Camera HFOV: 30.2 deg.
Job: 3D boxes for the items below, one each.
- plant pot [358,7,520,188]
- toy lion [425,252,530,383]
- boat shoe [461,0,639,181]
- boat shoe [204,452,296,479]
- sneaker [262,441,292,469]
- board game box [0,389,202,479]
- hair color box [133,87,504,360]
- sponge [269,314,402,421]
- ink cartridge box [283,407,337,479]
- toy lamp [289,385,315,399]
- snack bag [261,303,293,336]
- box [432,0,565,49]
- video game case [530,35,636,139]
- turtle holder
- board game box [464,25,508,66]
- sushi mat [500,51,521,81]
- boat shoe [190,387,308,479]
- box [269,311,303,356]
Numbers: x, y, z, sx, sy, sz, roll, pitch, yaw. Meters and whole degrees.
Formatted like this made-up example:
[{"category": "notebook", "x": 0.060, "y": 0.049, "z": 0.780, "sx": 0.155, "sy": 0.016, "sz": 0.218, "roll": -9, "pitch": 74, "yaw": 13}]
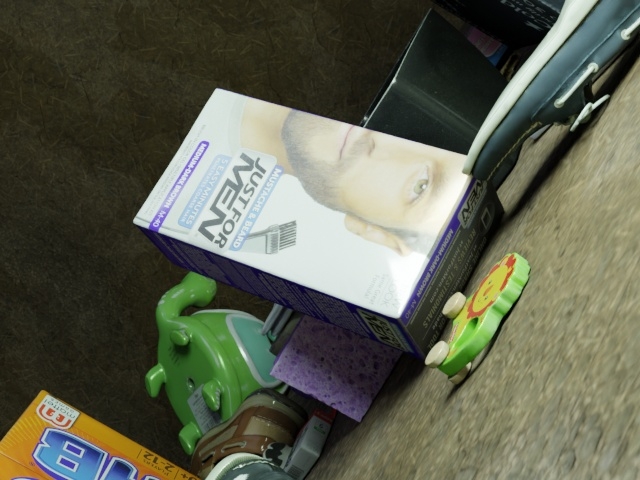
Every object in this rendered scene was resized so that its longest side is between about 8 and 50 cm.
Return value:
[{"category": "plant pot", "x": 0.134, "y": -0.120, "z": 1.371, "sx": 0.187, "sy": 0.167, "sz": 0.188, "roll": -57, "pitch": 5, "yaw": 39}, {"category": "toy lion", "x": 0.135, "y": 0.058, "z": 0.974, "sx": 0.096, "sy": 0.034, "sz": 0.100, "roll": -47, "pitch": 11, "yaw": 43}, {"category": "boat shoe", "x": 0.218, "y": -0.145, "z": 1.054, "sx": 0.254, "sy": 0.079, "sz": 0.095, "roll": -56, "pitch": 2, "yaw": 22}, {"category": "boat shoe", "x": -0.112, "y": 0.374, "z": 1.175, "sx": 0.113, "sy": 0.127, "sz": 0.340, "roll": -7, "pitch": 46, "yaw": 57}, {"category": "sneaker", "x": -0.065, "y": 0.328, "z": 1.507, "sx": 0.170, "sy": 0.068, "sz": 0.071, "roll": -47, "pitch": -25, "yaw": -62}, {"category": "board game box", "x": -0.347, "y": 0.493, "z": 1.570, "sx": 0.357, "sy": 0.356, "sz": 0.356, "roll": -59, "pitch": 3, "yaw": 21}, {"category": "hair color box", "x": -0.006, "y": -0.026, "z": 1.227, "sx": 0.185, "sy": 0.338, "sz": 0.110, "roll": -61, "pitch": -31, "yaw": -18}, {"category": "sponge", "x": 0.045, "y": 0.087, "z": 1.305, "sx": 0.210, "sy": 0.117, "sz": 0.031, "roll": -59, "pitch": 4, "yaw": 11}, {"category": "ink cartridge box", "x": -0.012, "y": 0.250, "z": 1.509, "sx": 0.063, "sy": 0.029, "sz": 0.115, "roll": -58, "pitch": 4, "yaw": 35}, {"category": "toy lamp", "x": 0.036, "y": 0.106, "z": 1.715, "sx": 0.275, "sy": 0.080, "sz": 0.080, "roll": -60, "pitch": 3, "yaw": -27}, {"category": "snack bag", "x": 0.027, "y": -0.044, "z": 1.893, "sx": 0.342, "sy": 0.037, "sz": 0.323, "roll": -56, "pitch": 5, "yaw": 36}, {"category": "box", "x": 0.126, "y": -0.456, "z": 1.301, "sx": 0.297, "sy": 0.479, "sz": 0.472, "roll": -59, "pitch": 3, "yaw": 8}, {"category": "video game case", "x": 0.287, "y": -0.223, "z": 1.201, "sx": 0.193, "sy": 0.023, "sz": 0.212, "roll": -61, "pitch": 3, "yaw": -27}, {"category": "turtle holder", "x": -0.198, "y": 0.235, "z": 2.272, "sx": 0.227, "sy": 0.320, "sz": 0.243, "roll": -16, "pitch": -50, "yaw": -36}, {"category": "board game box", "x": 0.212, "y": -0.238, "z": 1.977, "sx": 0.317, "sy": 0.064, "sz": 0.242, "roll": -56, "pitch": 1, "yaw": -7}, {"category": "sushi mat", "x": 0.212, "y": -0.155, "z": 1.833, "sx": 0.151, "sy": 0.019, "sz": 0.316, "roll": -61, "pitch": 3, "yaw": -34}, {"category": "boat shoe", "x": -0.129, "y": 0.340, "z": 1.760, "sx": 0.324, "sy": 0.122, "sz": 0.120, "roll": -58, "pitch": 7, "yaw": 47}, {"category": "box", "x": 0.025, "y": 0.080, "z": 1.950, "sx": 0.275, "sy": 0.094, "sz": 0.113, "roll": -61, "pitch": 4, "yaw": -26}]
